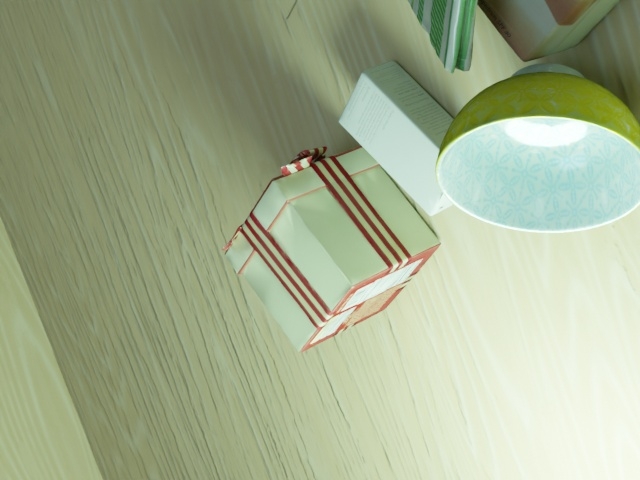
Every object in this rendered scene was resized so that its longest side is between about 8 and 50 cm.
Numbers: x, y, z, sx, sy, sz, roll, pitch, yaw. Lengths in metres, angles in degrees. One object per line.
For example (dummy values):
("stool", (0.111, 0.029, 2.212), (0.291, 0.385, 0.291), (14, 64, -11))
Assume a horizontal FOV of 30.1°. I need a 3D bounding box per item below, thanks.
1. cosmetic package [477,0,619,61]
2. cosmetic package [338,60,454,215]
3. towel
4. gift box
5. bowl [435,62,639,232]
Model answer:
("cosmetic package", (0.336, -0.383, 1.518), (0.153, 0.129, 0.296), (55, 139, 15))
("cosmetic package", (0.144, -0.164, 1.882), (0.231, 0.085, 0.117), (47, 138, 19))
("towel", (0.169, -0.396, 1.633), (0.325, 0.038, 0.247), (-104, 15, -60))
("gift box", (0.000, 0.000, 1.984), (0.258, 0.276, 0.255), (54, 134, 17))
("bowl", (0.307, -0.146, 1.623), (0.289, 0.290, 0.156), (-32, 41, 51))
